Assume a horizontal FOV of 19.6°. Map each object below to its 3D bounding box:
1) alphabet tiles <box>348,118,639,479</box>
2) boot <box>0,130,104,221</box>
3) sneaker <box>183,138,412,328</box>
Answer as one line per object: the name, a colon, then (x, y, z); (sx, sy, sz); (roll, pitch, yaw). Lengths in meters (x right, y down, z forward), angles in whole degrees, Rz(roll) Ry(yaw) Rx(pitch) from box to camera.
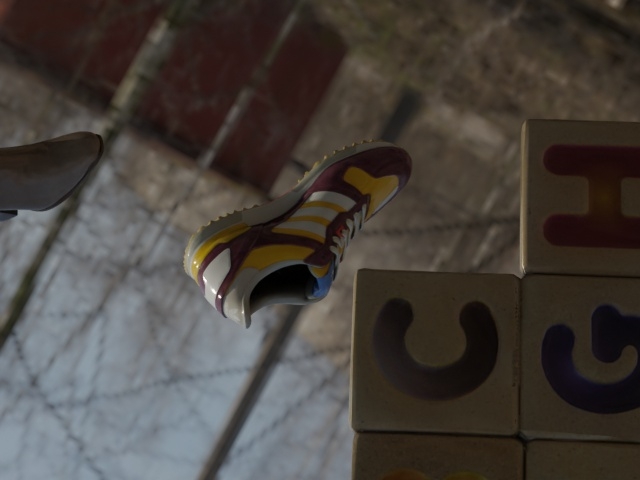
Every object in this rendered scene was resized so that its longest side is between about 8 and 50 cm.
alphabet tiles: (0.179, 0.097, 0.601); (0.342, 0.285, 0.011); (2, 162, 2)
boot: (-0.205, -0.045, 1.154); (0.087, 0.118, 0.042); (23, -137, -48)
sneaker: (0.000, 0.000, 1.304); (0.084, 0.185, 0.069); (48, 161, 35)
